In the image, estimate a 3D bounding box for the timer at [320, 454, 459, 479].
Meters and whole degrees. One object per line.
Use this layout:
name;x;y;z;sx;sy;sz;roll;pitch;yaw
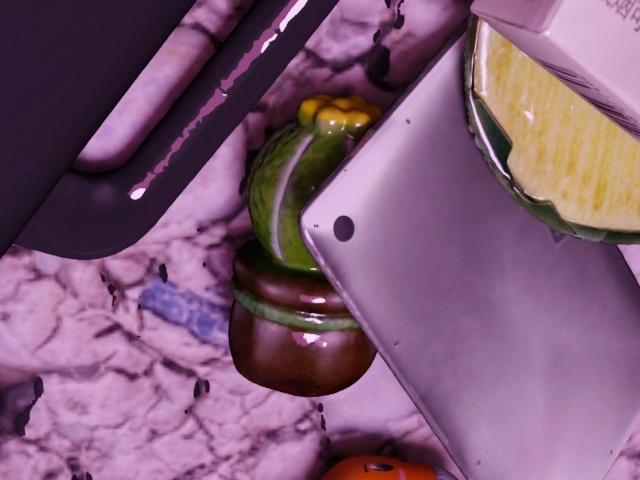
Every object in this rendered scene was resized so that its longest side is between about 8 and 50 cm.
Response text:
timer;0.024;0.191;0.818;0.136;0.099;0.136;0;100;-2

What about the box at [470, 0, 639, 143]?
box;0.212;-0.174;0.662;0.164;0.069;0.256;31;93;-32

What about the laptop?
laptop;0.106;0.032;0.744;0.187;0.015;0.269;-49;118;-31

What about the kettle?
kettle;-0.132;-0.150;0.628;0.203;0.262;0.308;41;107;15

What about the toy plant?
toy plant;0.000;0.000;0.736;0.093;0.093;0.162;7;110;-12

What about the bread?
bread;0.179;-0.107;0.734;0.229;0.033;0.228;-5;106;-19
